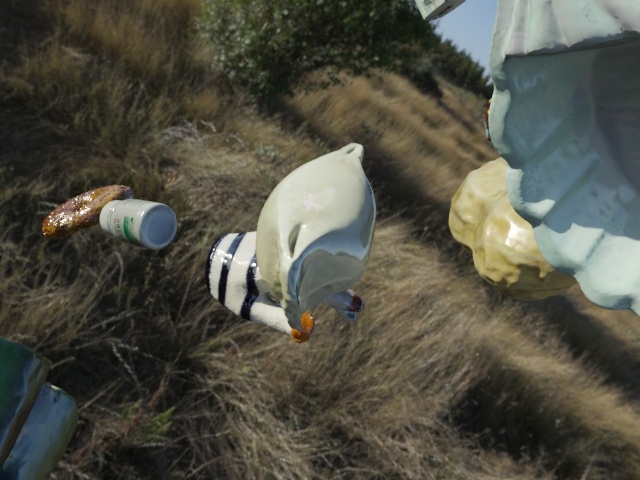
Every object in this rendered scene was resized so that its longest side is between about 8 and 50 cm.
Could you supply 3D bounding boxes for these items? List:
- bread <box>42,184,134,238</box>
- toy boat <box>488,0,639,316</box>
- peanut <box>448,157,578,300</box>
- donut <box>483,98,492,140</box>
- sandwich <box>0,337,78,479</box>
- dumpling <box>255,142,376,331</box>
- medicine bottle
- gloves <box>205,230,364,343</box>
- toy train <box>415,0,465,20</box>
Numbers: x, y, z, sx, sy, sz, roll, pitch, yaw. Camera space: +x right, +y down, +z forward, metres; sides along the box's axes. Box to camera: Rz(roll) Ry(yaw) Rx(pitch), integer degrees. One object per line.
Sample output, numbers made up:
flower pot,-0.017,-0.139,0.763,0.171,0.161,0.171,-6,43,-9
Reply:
bread,-0.475,-0.062,1.206,0.193,0.193,0.064,-74,145,-69
toy boat,0.201,-0.074,0.360,0.199,0.100,0.290,11,-44,57
peanut,0.243,-0.019,0.741,0.152,0.152,0.313,37,21,-10
donut,0.416,-0.261,1.104,0.089,0.235,0.235,68,22,1
sandwich,-0.243,0.078,0.350,0.250,0.162,0.301,-50,133,-67
dumpling,0.000,0.000,0.704,0.131,0.179,0.252,11,51,12
medicine bottle,-0.321,-0.032,1.029,0.130,0.080,0.080,9,-2,36
gloves,-0.045,0.054,0.834,0.218,0.131,0.140,6,19,19
toy train,0.168,-0.651,1.191,0.086,0.088,0.407,-25,91,-35
